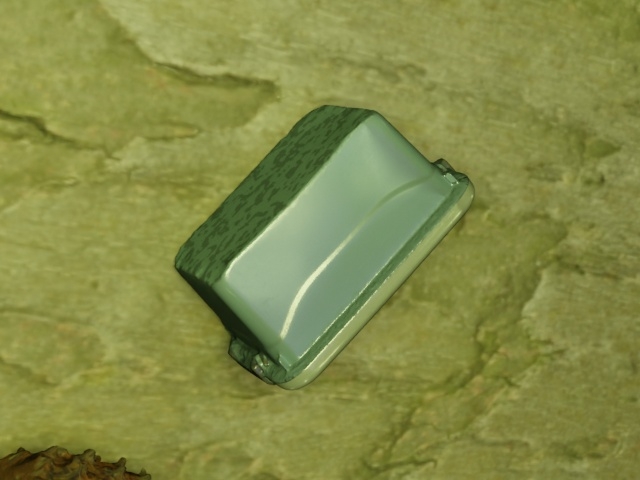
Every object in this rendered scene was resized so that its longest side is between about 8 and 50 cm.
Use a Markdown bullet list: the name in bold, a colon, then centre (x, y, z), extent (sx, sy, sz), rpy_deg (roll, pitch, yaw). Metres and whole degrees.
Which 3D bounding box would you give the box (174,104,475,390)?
- **box**: centre (0.000, 0.000, 1.130), extent (0.227, 0.162, 0.130), rpy_deg (-46, 110, -9)

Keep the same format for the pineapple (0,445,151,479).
- **pineapple**: centre (-0.110, 0.277, 1.145), extent (0.364, 0.165, 0.166), rpy_deg (26, 91, -33)
